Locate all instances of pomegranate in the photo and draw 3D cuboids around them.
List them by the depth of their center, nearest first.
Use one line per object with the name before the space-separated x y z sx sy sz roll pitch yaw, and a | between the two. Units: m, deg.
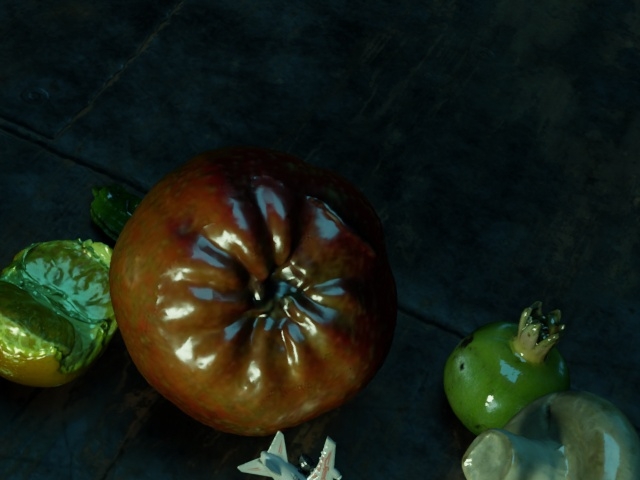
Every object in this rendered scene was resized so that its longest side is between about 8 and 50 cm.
pomegranate | 0.281 0.184 1.868 0.187 0.225 0.187 15 42 -13

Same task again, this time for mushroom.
mushroom | 0.294 0.301 1.699 0.244 0.243 0.243 9 44 -8

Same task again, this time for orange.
orange | -0.377 0.110 1.792 0.179 0.158 0.237 29 41 5

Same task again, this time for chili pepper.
chili pepper | -0.268 -0.013 2.023 0.257 0.074 0.100 36 43 13

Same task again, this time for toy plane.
toy plane | -0.023 0.332 1.718 0.171 0.162 0.065 44 12 -20

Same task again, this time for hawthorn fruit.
hawthorn fruit | -0.100 0.057 1.795 0.403 0.402 0.402 9 44 -8
